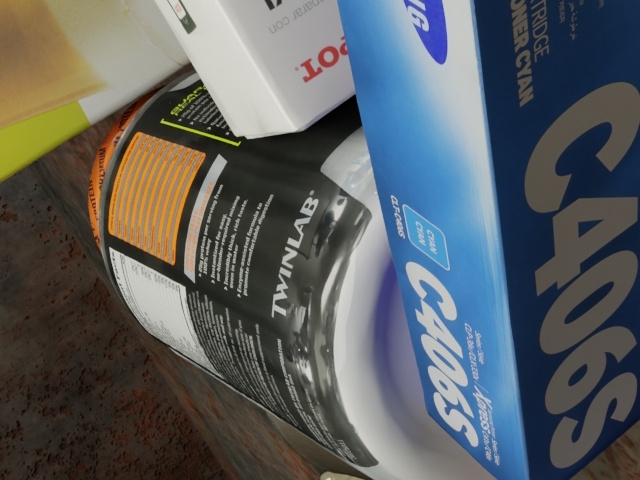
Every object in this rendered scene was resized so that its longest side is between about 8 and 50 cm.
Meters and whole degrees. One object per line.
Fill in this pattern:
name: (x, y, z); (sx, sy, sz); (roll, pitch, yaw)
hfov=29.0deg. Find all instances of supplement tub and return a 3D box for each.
supplement tub: (0.000, 0.000, 0.738); (0.338, 0.207, 0.207); (22, 144, 55)

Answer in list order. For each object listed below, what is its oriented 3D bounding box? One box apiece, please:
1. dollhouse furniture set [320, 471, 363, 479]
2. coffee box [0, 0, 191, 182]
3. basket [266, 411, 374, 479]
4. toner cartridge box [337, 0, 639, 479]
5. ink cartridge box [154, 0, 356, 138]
dollhouse furniture set: (0.143, 0.313, 1.240); (0.301, 0.151, 0.197); (66, 148, 25)
coffee box: (-0.288, -0.246, 0.853); (0.338, 0.334, 0.337); (23, 144, 57)
basket: (0.070, 0.104, 0.890); (0.227, 0.154, 0.204); (14, 128, 61)
toner cartridge box: (0.102, -0.054, 0.458); (0.075, 0.165, 0.348); (40, 159, 37)
ink cartridge box: (-0.020, -0.171, 0.591); (0.203, 0.148, 0.086); (58, 161, -15)
